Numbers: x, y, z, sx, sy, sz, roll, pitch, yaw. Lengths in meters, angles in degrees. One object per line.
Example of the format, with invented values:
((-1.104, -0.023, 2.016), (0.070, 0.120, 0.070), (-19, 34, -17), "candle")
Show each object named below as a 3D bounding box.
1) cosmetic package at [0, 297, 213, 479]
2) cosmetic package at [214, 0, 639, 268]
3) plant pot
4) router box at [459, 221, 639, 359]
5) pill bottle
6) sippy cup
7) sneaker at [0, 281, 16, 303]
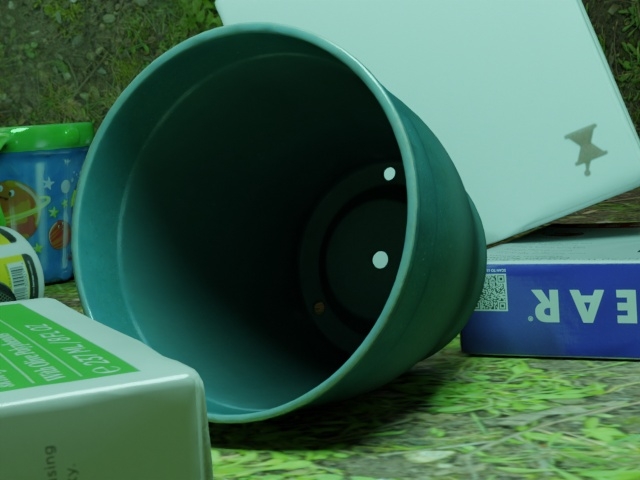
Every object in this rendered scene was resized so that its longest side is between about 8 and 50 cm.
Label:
((-0.231, 0.122, 0.372), (0.366, 0.155, 0.197), (-6, 7, -27), "cosmetic package")
((0.135, -0.149, 1.358), (0.329, 0.327, 0.394), (-22, -2, 10), "cosmetic package")
((0.000, 0.000, 0.949), (0.272, 0.271, 0.255), (-1, -7, 29), "plant pot")
((0.330, 0.037, 1.120), (0.335, 0.082, 0.301), (-1, 7, 26), "router box")
((-0.392, 0.054, 1.267), (0.119, 0.119, 0.208), (0, 7, 32), "pill bottle")
((-0.429, -0.050, 1.780), (0.240, 0.224, 0.305), (2, 9, 38), "sippy cup")
((-0.338, 0.085, 1.128), (0.130, 0.087, 0.227), (11, 8, 30), "sneaker")
